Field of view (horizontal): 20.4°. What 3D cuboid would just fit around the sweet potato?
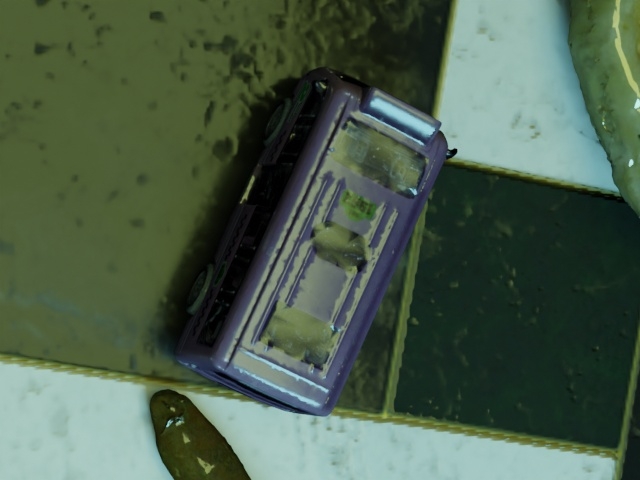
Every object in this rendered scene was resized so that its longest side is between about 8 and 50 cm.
[{"bbox_3d":[-0.028,0.203,0.942,0.075,0.075,0.269,-19,92,-17],"label":"sweet potato"}]

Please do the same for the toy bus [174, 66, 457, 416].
[{"bbox_3d":[0.000,0.000,0.936,0.087,0.098,0.178,26,82,-15],"label":"toy bus"}]

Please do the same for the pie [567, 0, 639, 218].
[{"bbox_3d":[0.291,-0.131,1.042,0.339,0.077,0.339,-1,93,-15],"label":"pie"}]
